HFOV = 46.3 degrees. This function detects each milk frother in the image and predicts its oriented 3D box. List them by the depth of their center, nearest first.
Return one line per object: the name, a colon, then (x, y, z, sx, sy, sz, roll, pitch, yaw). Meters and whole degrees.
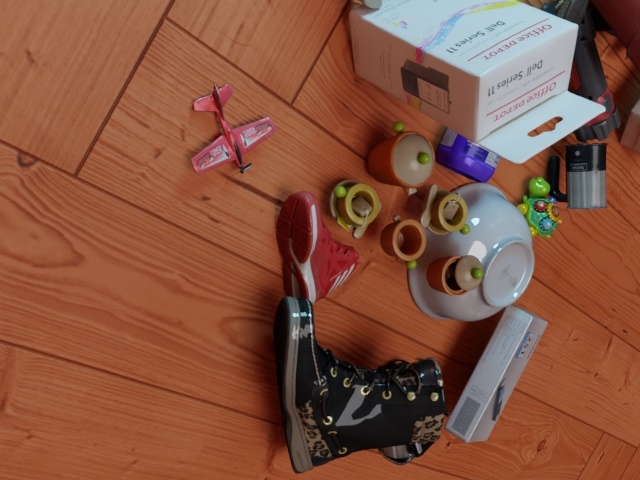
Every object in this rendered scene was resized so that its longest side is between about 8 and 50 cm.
milk frother: (0.567, -0.137, 1.584, 0.143, 0.129, 0.135, -5, 97, -28)

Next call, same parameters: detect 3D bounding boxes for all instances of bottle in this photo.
bottle: (0.314, -0.252, 1.375, 0.118, 0.092, 0.283, 19, 97, -38)

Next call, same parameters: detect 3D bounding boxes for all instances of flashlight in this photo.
flashlight: (0.513, -0.339, 1.490, 0.103, 0.103, 0.304, -22, 125, 18)

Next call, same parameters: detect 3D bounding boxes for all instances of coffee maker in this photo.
coffee maker: (0.174, 0.335, 1.525, 0.171, 0.120, 0.178, -46, 135, -42)

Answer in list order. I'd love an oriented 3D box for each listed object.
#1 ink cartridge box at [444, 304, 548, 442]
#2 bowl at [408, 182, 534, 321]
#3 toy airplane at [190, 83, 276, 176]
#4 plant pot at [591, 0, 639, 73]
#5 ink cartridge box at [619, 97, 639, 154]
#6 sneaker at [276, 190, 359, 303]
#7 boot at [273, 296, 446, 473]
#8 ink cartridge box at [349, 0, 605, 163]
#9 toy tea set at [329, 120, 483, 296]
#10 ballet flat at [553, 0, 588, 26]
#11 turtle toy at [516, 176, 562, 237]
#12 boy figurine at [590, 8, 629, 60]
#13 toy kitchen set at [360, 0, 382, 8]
ink cartridge box: (0.402, 0.294, 1.639, 0.261, 0.066, 0.296, 20, 98, -59)
bowl: (0.326, 0.045, 1.487, 0.298, 0.134, 0.298, -15, 117, -31)
toy airplane: (-0.141, -0.164, 1.114, 0.151, 0.028, 0.151, -15, 117, -33)
plant pot: (0.597, -0.462, 1.314, 0.272, 0.265, 0.272, -34, 167, -9)
ink cartridge box: (0.802, -0.294, 1.640, 0.233, 0.168, 0.171, -53, 159, -5)
sneaker: (0.000, 0.000, 1.269, 0.128, 0.087, 0.221, -27, 136, -36)
boot: (0.068, 0.243, 1.306, 0.284, 0.138, 0.377, -7, 120, -5)
ink cartridge box: (0.233, -0.273, 1.123, 0.207, 0.353, 0.119, -31, 138, -23)
toy tea set: (0.184, -0.041, 1.293, 0.336, 0.124, 0.200, 37, 73, -26)
ballet flat: (0.426, -0.368, 1.377, 0.084, 0.058, 0.250, -37, 156, -21)
turtle toy: (0.463, -0.067, 1.571, 0.095, 0.066, 0.130, -17, 88, -44)
boy figurine: (0.672, -0.462, 1.556, 0.285, 0.092, 0.177, -1, 105, -34)
toy kitchen set: (0.090, -0.480, 1.118, 0.166, 0.122, 0.207, -30, 145, -24)
